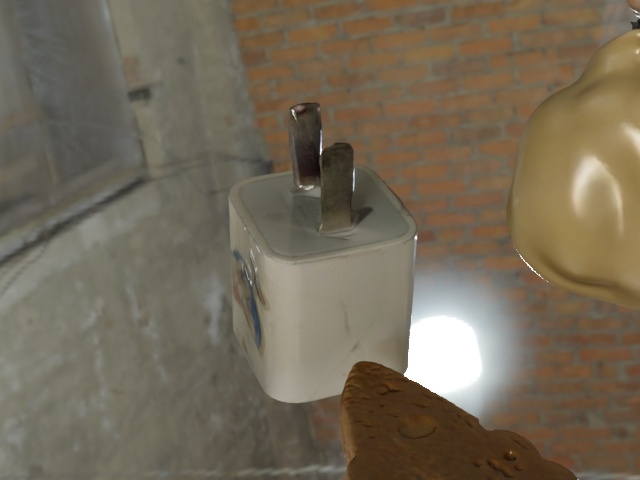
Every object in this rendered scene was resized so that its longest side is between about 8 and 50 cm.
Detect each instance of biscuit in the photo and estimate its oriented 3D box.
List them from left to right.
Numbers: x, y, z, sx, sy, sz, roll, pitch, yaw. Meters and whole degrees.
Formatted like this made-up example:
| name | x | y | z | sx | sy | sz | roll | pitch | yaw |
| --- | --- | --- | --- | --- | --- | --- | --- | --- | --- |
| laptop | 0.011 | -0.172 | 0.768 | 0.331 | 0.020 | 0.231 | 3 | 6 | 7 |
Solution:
| name | x | y | z | sx | sy | sz | roll | pitch | yaw |
| --- | --- | --- | --- | --- | --- | --- | --- | --- | --- |
| biscuit | 0.083 | 0.156 | 0.745 | 0.162 | 0.035 | 0.250 | -2 | -147 | -30 |

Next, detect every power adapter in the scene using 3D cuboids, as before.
| name | x | y | z | sx | sy | sz | roll | pitch | yaw |
| --- | --- | --- | --- | --- | --- | --- | --- | --- | --- |
| power adapter | 0.000 | 0.000 | 0.902 | 0.125 | 0.205 | 0.130 | -11 | -147 | -17 |

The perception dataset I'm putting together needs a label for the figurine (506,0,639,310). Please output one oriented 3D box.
| name | x | y | z | sx | sy | sz | roll | pitch | yaw |
| --- | --- | --- | --- | --- | --- | --- | --- | --- | --- |
| figurine | 0.154 | -0.062 | 0.531 | 0.108 | 0.114 | 0.196 | 26 | -118 | 0 |
